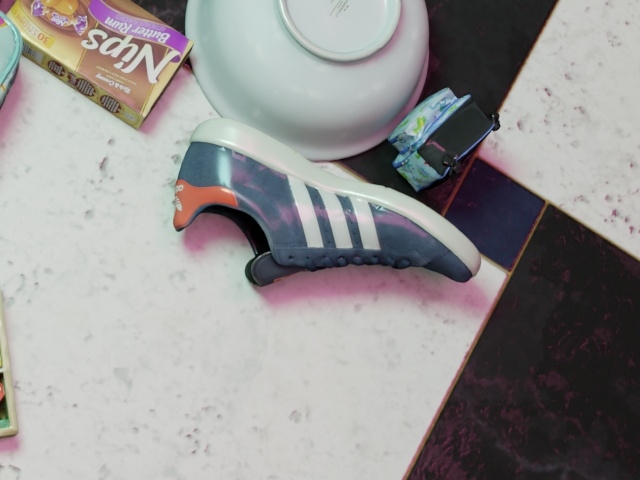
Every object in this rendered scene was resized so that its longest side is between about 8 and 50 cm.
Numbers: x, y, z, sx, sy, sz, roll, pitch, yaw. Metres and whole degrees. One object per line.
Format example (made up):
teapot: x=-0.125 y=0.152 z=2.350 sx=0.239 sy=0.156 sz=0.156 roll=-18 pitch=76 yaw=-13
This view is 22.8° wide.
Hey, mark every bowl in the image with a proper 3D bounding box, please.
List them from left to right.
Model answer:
bowl: x=0.004 y=-0.250 z=1.786 sx=0.297 sy=0.134 sz=0.298 roll=4 pitch=76 yaw=-16

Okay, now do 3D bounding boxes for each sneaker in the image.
sneaker: x=0.000 y=0.000 z=1.740 sx=0.350 sy=0.131 sz=0.148 roll=23 pitch=79 yaw=-4

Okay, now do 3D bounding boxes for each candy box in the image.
candy box: x=-0.247 y=-0.220 z=1.748 sx=0.186 sy=0.053 sz=0.109 roll=33 pitch=70 yaw=-5

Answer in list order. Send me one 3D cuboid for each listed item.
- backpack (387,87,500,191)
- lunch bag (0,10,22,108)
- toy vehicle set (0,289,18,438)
backpack: x=0.130 y=-0.115 z=1.801 sx=0.084 sy=0.114 sz=0.105 roll=45 pitch=67 yaw=-2
lunch bag: x=-0.456 y=-0.147 z=1.640 sx=0.224 sy=0.108 sz=0.279 roll=30 pitch=71 yaw=-8
toy vehicle set: x=-0.451 y=0.136 z=1.614 sx=0.266 sy=0.035 sz=0.166 roll=-7 pitch=80 yaw=-18
